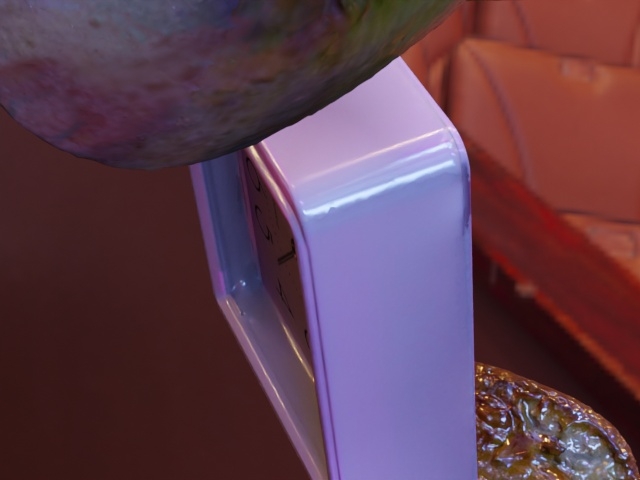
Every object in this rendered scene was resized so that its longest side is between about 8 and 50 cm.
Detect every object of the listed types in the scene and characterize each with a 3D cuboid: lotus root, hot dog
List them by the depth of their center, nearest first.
[{"bbox_3d":[-0.010,-0.113,0.436,0.203,0.183,0.078,-35,28,-25],"label":"lotus root"},{"bbox_3d":[0.087,0.118,0.860,0.147,0.099,0.065,22,-17,28],"label":"hot dog"}]

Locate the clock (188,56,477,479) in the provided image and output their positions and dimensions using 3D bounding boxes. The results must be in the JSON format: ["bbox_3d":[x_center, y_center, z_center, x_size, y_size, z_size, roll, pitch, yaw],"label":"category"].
[{"bbox_3d":[0.000,0.000,0.663,0.063,0.150,0.197,-20,-42,-13],"label":"clock"}]
